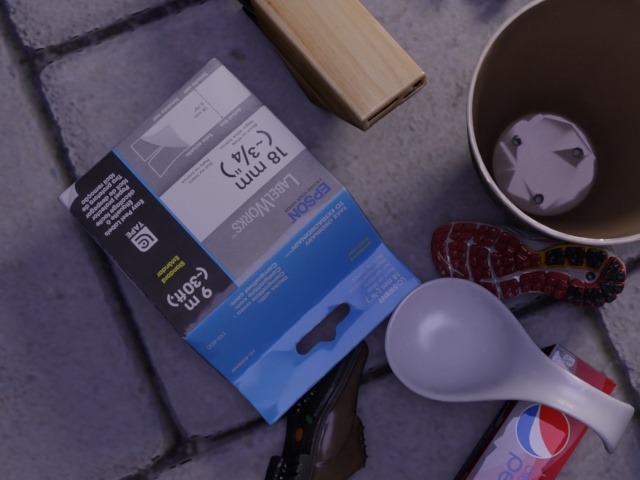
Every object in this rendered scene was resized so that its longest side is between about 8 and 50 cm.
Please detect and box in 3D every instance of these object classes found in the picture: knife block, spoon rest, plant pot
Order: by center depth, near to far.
[{"bbox_3d":[0.197,0.134,1.276,0.276,0.084,0.137,25,80,19],"label":"spoon rest"},{"bbox_3d":[0.268,-0.107,1.290,0.256,0.274,0.257,0,84,0],"label":"plant pot"},{"bbox_3d":[-0.019,-0.259,1.328,0.088,0.275,0.242,-38,115,-5],"label":"knife block"}]

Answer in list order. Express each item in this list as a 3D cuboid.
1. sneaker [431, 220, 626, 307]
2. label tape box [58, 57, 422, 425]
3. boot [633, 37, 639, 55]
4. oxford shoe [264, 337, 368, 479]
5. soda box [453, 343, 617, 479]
[{"bbox_3d":[0.237,0.025,1.376,0.225,0.092,0.088,12,106,15],"label":"sneaker"},{"bbox_3d":[-0.087,-0.002,1.327,0.240,0.106,0.334,-43,74,-5],"label":"label tape box"},{"bbox_3d":[0.511,-0.295,1.347,0.377,0.138,0.284,9,79,-24],"label":"boot"},{"bbox_3d":[0.013,0.213,1.356,0.096,0.083,0.227,28,75,-26],"label":"oxford shoe"},{"bbox_3d":[0.218,0.246,1.337,0.083,0.092,0.263,34,84,4],"label":"soda box"}]
